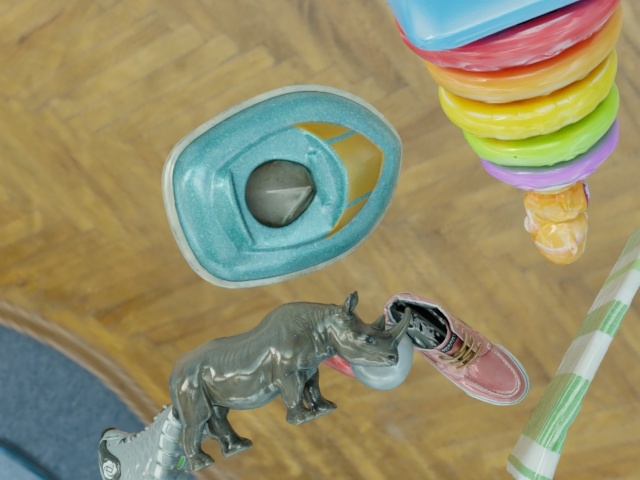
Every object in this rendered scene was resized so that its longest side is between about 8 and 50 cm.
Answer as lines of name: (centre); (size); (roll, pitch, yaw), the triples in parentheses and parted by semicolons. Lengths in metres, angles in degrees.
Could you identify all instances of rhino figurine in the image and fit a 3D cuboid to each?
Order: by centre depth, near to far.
rhino figurine: (-0.029, 0.114, 1.085); (0.243, 0.073, 0.106); (-26, 82, 7)

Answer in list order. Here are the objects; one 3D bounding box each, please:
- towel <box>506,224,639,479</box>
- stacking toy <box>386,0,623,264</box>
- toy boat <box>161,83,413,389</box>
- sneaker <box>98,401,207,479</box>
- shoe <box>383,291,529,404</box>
towel: (0.293, 0.118, 1.278); (0.038, 0.325, 0.248); (29, 177, 9)
stacking toy: (0.158, -0.097, 0.877); (0.166, 0.175, 0.302); (-21, 126, 1)
toy boat: (0.000, 0.000, 1.213); (0.148, 0.267, 0.318); (4, 119, 64)
sneaker: (-0.215, 0.238, 1.511); (0.132, 0.228, 0.086); (18, 170, 31)
shoe: (0.140, 0.115, 1.250); (0.178, 0.063, 0.081); (35, -178, 8)
